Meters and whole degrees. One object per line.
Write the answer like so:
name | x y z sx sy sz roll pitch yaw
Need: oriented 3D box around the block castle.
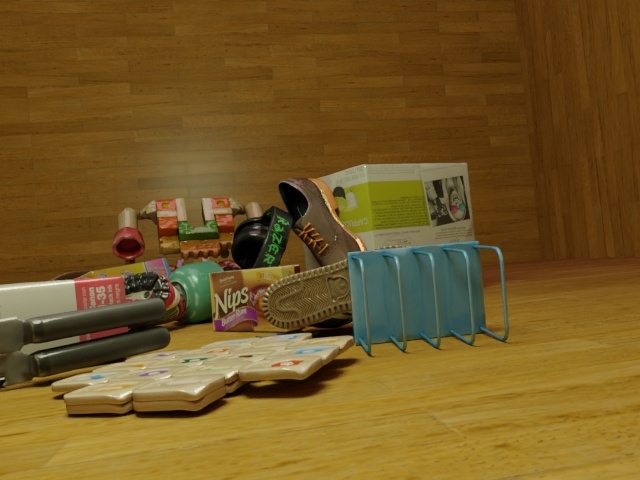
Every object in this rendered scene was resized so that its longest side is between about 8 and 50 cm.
block castle | -0.364 0.058 1.639 0.453 0.303 0.213 -4 40 -17

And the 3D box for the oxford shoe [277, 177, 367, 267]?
oxford shoe | 0.000 0.000 1.329 0.132 0.364 0.130 3 -42 -46

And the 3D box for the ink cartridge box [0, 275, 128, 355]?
ink cartridge box | -0.430 0.119 0.768 0.283 0.117 0.207 -4 -2 -30

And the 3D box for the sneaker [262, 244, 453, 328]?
sneaker | 0.070 0.074 0.827 0.282 0.099 0.153 -11 -11 17

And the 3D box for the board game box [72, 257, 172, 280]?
board game box | -0.541 0.130 1.355 0.242 0.064 0.316 -24 -2 14

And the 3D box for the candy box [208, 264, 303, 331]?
candy box | -0.115 0.103 0.976 0.186 0.109 0.053 -6 -2 38

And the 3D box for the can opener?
can opener | -0.327 0.123 0.659 0.283 0.076 0.095 -7 -4 -41

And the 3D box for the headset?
headset | -0.147 0.077 1.354 0.185 0.243 0.394 26 -29 -15

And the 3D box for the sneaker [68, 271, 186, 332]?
sneaker | -0.421 0.144 1.128 0.299 0.121 0.112 -5 -28 13

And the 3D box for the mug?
mug | -0.277 0.127 1.217 0.129 0.158 0.097 22 19 33

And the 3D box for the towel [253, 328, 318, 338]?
towel | -0.051 0.141 0.822 0.083 0.009 0.060 -4 -3 -28

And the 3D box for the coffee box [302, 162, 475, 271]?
coffee box | 0.175 -0.017 1.512 0.338 0.334 0.337 -6 -1 -31

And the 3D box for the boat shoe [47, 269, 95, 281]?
boat shoe | -0.732 0.171 1.516 0.123 0.123 0.342 -22 0 45

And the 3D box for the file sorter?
file sorter | 0.126 0.068 0.668 0.170 0.118 0.104 -5 2 -3

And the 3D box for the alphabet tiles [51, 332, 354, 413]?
alphabet tiles | -0.114 0.132 0.581 0.278 0.021 0.284 -9 -3 18
